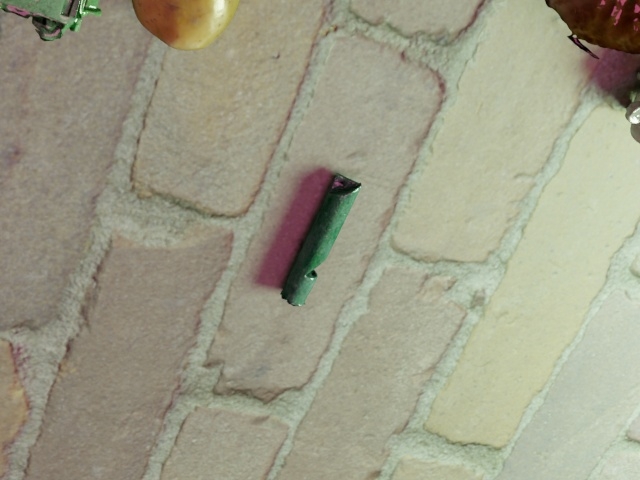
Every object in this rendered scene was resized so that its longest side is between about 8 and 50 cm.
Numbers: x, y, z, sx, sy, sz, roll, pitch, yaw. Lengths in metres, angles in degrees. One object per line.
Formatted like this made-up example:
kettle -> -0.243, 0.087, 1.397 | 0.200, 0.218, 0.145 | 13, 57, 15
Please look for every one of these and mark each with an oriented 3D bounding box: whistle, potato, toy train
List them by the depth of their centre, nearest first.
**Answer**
toy train -> -0.296, -0.273, 1.203 | 0.149, 0.081, 0.099 | 14, 117, -17
potato -> -0.138, -0.290, 1.214 | 0.118, 0.109, 0.178 | 15, 112, 1
whistle -> 0.000, 0.000, 1.476 | 0.039, 0.039, 0.186 | 15, 115, -23

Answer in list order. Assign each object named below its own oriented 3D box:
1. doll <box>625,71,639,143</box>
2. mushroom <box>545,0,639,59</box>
doll -> 0.562, -0.175, 1.499 | 0.383, 0.099, 0.188 | -4, 122, -17
mushroom -> 0.440, -0.229, 1.237 | 0.356, 0.331, 0.334 | -11, 87, -16
